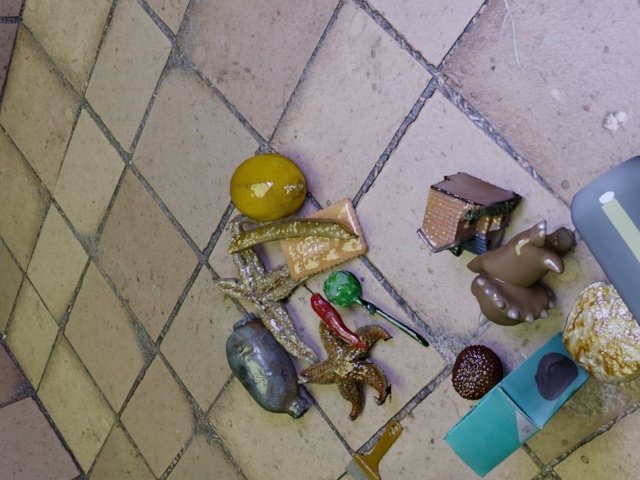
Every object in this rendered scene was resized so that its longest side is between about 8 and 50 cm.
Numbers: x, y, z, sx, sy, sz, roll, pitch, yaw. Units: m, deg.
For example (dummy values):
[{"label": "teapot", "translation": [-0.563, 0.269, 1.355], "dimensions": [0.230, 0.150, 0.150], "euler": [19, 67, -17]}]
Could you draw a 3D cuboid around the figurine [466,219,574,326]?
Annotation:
[{"label": "figurine", "translation": [0.425, 0.092, 1.527], "dimensions": [0.247, 0.177, 0.173], "euler": [-30, 63, 36]}]

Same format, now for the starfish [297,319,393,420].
[{"label": "starfish", "translation": [0.081, 0.355, 1.964], "dimensions": [0.303, 0.113, 0.312], "euler": [22, 113, 37]}]

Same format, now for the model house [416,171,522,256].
[{"label": "model house", "translation": [0.311, -0.038, 1.587], "dimensions": [0.166, 0.183, 0.172], "euler": [30, 118, 34]}]

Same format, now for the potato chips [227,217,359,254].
[{"label": "potato chips", "translation": [-0.076, -0.020, 1.932], "dimensions": [0.407, 0.057, 0.080], "euler": [-7, 85, 31]}]

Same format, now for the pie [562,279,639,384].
[{"label": "pie", "translation": [0.590, 0.185, 1.460], "dimensions": [0.179, 0.084, 0.205], "euler": [25, 101, 39]}]

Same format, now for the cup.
[{"label": "cup", "translation": [0.610, 0.010, 1.319], "dimensions": [0.205, 0.205, 0.312], "euler": [-41, 73, 41]}]

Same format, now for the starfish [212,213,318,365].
[{"label": "starfish", "translation": [-0.127, 0.129, 2.102], "dimensions": [0.432, 0.082, 0.324], "euler": [36, 115, 23]}]

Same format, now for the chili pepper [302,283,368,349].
[{"label": "chili pepper", "translation": [0.028, 0.203, 1.922], "dimensions": [0.268, 0.050, 0.059], "euler": [47, 156, 29]}]

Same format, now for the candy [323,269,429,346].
[{"label": "candy", "translation": [0.144, 0.185, 1.884], "dimensions": [0.323, 0.097, 0.097], "euler": [32, 122, 22]}]

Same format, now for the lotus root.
[{"label": "lotus root", "translation": [-0.167, 0.388, 2.158], "dimensions": [0.349, 0.175, 0.175], "euler": [56, 131, 15]}]

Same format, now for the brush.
[{"label": "brush", "translation": [0.159, 0.594, 2.024], "dimensions": [0.103, 0.013, 0.272], "euler": [43, 126, 24]}]

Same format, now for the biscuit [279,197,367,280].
[{"label": "biscuit", "translation": [0.000, 0.000, 1.942], "dimensions": [0.250, 0.030, 0.160], "euler": [-22, 81, 30]}]

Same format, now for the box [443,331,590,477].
[{"label": "box", "translation": [0.420, 0.337, 1.509], "dimensions": [0.118, 0.311, 0.205], "euler": [46, 128, 20]}]

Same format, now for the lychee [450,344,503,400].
[{"label": "lychee", "translation": [0.364, 0.310, 1.685], "dimensions": [0.123, 0.129, 0.123], "euler": [22, 150, 13]}]

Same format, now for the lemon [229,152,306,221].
[{"label": "lemon", "translation": [-0.142, -0.141, 1.965], "dimensions": [0.257, 0.188, 0.188], "euler": [-1, 102, 38]}]
